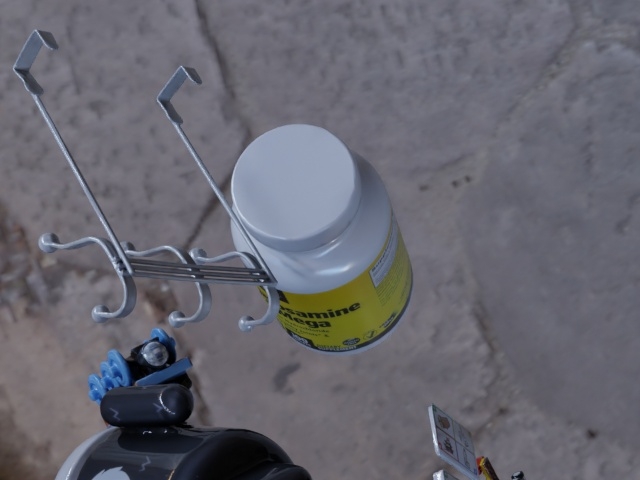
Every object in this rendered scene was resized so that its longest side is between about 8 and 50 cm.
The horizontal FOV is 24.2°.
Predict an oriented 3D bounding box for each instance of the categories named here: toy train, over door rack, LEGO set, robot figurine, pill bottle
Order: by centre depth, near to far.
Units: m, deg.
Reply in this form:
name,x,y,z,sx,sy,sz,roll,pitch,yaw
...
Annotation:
name,x,y,z,sx,sy,sz,roll,pitch,yaw
robot figurine,-0.127,0.252,1.347,0.278,0.173,0.209,-3,64,45
LEGO set,0.155,0.275,1.356,0.060,0.244,0.182,-25,51,24
toy train,-0.181,0.161,1.557,0.105,0.080,0.184,60,152,7
over door rack,-0.194,-0.049,1.595,0.108,0.239,0.324,-35,65,31
pill bottle,0.000,0.000,1.767,0.188,0.334,0.188,-4,66,10
